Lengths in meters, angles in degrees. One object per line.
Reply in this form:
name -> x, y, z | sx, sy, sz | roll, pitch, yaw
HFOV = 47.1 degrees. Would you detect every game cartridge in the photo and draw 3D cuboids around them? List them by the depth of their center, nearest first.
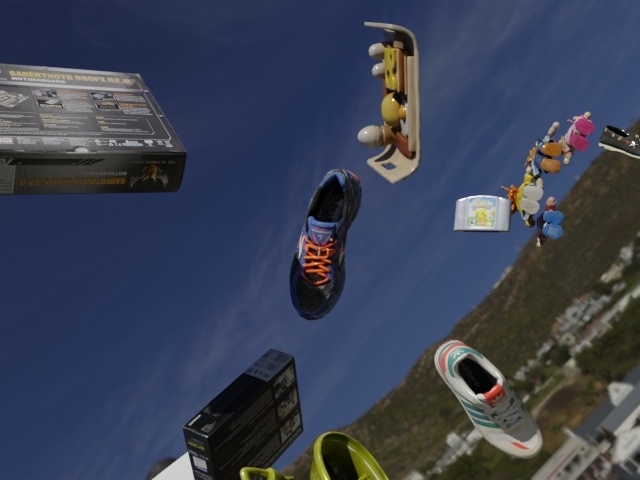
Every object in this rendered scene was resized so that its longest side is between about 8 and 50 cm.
game cartridge -> 0.242, -0.040, 1.096 | 0.017, 0.083, 0.055 | 37, -122, -59

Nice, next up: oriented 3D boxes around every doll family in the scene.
doll family -> 0.406, -0.123, 1.352 | 0.163, 0.119, 0.262 | -17, -55, -79

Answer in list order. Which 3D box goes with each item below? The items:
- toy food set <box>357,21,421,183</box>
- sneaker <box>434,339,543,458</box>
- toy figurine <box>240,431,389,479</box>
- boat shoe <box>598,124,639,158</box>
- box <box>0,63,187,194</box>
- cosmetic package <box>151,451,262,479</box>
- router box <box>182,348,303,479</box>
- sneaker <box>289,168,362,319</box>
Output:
toy food set -> 0.129, -0.289, 1.505 | 0.093, 0.219, 0.306 | -6, -72, -8
sneaker -> 0.189, 0.180, 0.805 | 0.057, 0.161, 0.075 | -38, -1, -4
toy figurine -> 0.029, 0.395, 0.693 | 0.191, 0.362, 0.217 | -6, -44, -40
boat shoe -> 0.550, -0.169, 1.284 | 0.049, 0.133, 0.042 | -9, -63, -35
box -> -0.286, -0.124, 0.803 | 0.231, 0.183, 0.056 | -4, -50, -34
cosmetic package -> -0.243, 0.565, 1.299 | 0.377, 0.284, 0.097 | -38, -36, 4
router box -> -0.094, 0.245, 0.955 | 0.179, 0.046, 0.133 | -37, -50, -46
sneaker -> 0.000, 0.000, 1.014 | 0.087, 0.083, 0.221 | 45, -125, -77
